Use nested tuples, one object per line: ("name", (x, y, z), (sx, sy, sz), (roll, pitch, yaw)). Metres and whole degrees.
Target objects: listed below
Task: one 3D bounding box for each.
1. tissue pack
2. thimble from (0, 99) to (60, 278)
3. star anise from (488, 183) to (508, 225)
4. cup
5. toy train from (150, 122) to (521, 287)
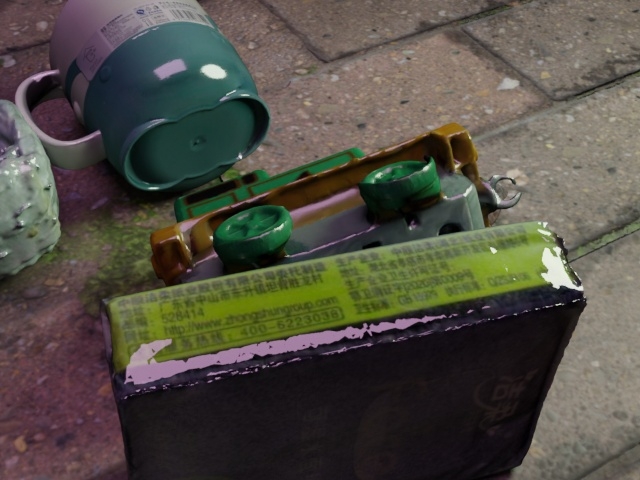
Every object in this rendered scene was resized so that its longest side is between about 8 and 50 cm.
("tissue pack", (0.015, 0.133, 0.882), (0.394, 0.288, 0.124), (-10, 50, -14))
("thimble", (-0.419, -0.057, 1.133), (0.250, 0.172, 0.205), (16, 50, 15))
("star anise", (0.124, -0.025, 1.198), (0.197, 0.073, 0.212), (8, 47, 12))
("cup", (-0.238, -0.187, 1.241), (0.289, 0.219, 0.257), (-22, 51, -20))
("toy train", (0.000, 0.000, 1.049), (0.429, 0.178, 0.249), (-20, 25, -7))
